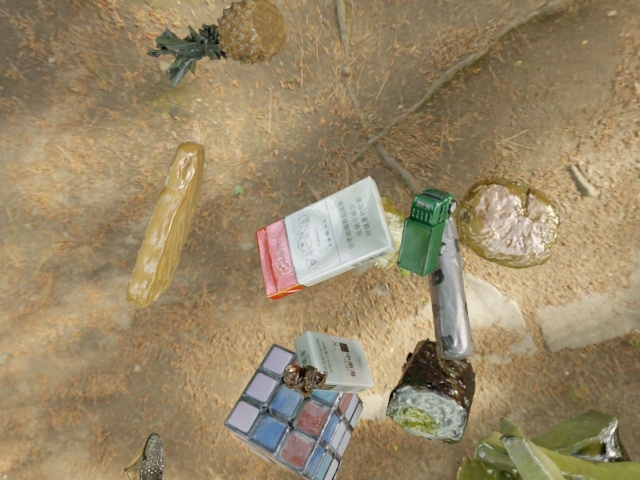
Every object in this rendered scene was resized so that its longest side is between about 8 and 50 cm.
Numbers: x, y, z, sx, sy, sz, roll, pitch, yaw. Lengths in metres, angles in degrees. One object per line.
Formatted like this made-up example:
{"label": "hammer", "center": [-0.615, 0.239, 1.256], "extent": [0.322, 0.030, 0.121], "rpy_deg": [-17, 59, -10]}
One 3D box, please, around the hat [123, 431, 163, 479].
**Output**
{"label": "hat", "center": [-0.489, 0.621, 1.301], "extent": [0.082, 0.193, 0.193], "rpy_deg": [-4, 103, -3]}

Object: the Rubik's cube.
{"label": "Rubik's cube", "center": [-0.085, 0.649, 1.773], "extent": [0.359, 0.363, 0.362], "rpy_deg": [18, 62, 29]}

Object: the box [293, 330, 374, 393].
{"label": "box", "center": [0.042, 0.358, 1.401], "extent": [0.067, 0.155, 0.243], "rpy_deg": [-36, 141, 29]}

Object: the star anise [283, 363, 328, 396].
{"label": "star anise", "center": [-0.035, 0.300, 1.045], "extent": [0.097, 0.190, 0.070], "rpy_deg": [8, 63, 5]}

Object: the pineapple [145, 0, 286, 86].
{"label": "pineapple", "center": [-0.200, -0.368, 0.909], "extent": [0.277, 0.119, 0.130], "rpy_deg": [3, 78, 37]}

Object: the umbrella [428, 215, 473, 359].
{"label": "umbrella", "center": [0.253, 0.069, 0.978], "extent": [0.073, 0.067, 0.337], "rpy_deg": [9, 70, -38]}

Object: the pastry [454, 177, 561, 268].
{"label": "pastry", "center": [0.527, -0.051, 1.396], "extent": [0.311, 0.162, 0.255], "rpy_deg": [21, 82, -9]}

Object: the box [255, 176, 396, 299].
{"label": "box", "center": [0.000, 0.000, 0.835], "extent": [0.245, 0.035, 0.139], "rpy_deg": [-26, 63, 23]}

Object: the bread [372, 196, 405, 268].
{"label": "bread", "center": [0.177, -0.032, 1.469], "extent": [0.121, 0.245, 0.174], "rpy_deg": [26, 108, -25]}

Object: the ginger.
{"label": "ginger", "center": [0.340, 0.400, 0.687], "extent": [0.413, 0.358, 0.211], "rpy_deg": [-37, 124, -13]}

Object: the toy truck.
{"label": "toy truck", "center": [0.193, -0.019, 0.881], "extent": [0.065, 0.079, 0.147], "rpy_deg": [24, 120, 33]}

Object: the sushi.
{"label": "sushi", "center": [0.425, 0.568, 1.801], "extent": [0.299, 0.294, 0.281], "rpy_deg": [35, 124, 5]}

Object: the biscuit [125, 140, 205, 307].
{"label": "biscuit", "center": [-0.298, -0.024, 0.972], "extent": [0.057, 0.312, 0.351], "rpy_deg": [18, 67, -9]}
